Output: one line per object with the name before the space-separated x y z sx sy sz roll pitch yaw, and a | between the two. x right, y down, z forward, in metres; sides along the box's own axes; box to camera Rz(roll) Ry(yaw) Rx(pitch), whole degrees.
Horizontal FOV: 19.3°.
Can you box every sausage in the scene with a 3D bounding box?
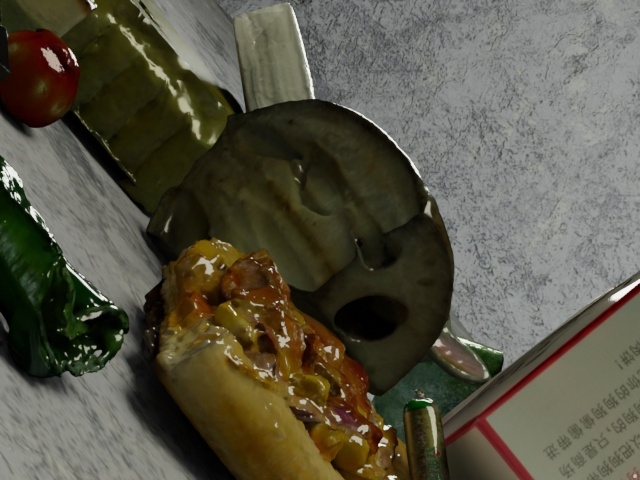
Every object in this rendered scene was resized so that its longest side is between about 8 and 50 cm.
sausage | 0.093 0.239 1.479 0.033 0.033 0.269 42 36 -53

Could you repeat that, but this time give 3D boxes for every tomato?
tomato | -0.240 -0.140 1.587 0.087 0.075 0.087 48 3 -3

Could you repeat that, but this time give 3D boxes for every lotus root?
lotus root | 0.001 0.005 1.632 0.142 0.210 0.314 45 -3 -38

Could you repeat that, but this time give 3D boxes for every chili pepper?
chili pepper | -0.192 0.002 1.170 0.216 0.062 0.108 54 1 32

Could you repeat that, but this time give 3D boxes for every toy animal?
toy animal | 0.061 0.076 1.852 0.236 0.108 0.138 9 -8 11

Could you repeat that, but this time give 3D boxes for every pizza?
pizza | -0.029 0.121 1.434 0.277 0.114 0.409 61 6 32

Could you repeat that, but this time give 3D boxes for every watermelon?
watermelon | 0.138 0.188 2.071 0.140 0.193 0.257 20 5 10

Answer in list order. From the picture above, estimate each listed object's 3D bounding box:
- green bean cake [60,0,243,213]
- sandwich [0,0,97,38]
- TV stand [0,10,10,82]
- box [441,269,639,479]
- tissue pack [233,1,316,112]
green bean cake | -0.182 -0.155 1.866 0.236 0.124 0.233 49 6 -6
sandwich | -0.298 -0.267 1.761 0.220 0.108 0.186 48 7 0
TV stand | -0.289 -0.172 1.549 0.040 0.049 0.256 47 7 -23
box | 0.279 0.217 1.644 0.312 0.314 0.300 51 -23 6
tissue pack | -0.034 -0.075 1.961 0.325 0.071 0.170 83 -6 -54
